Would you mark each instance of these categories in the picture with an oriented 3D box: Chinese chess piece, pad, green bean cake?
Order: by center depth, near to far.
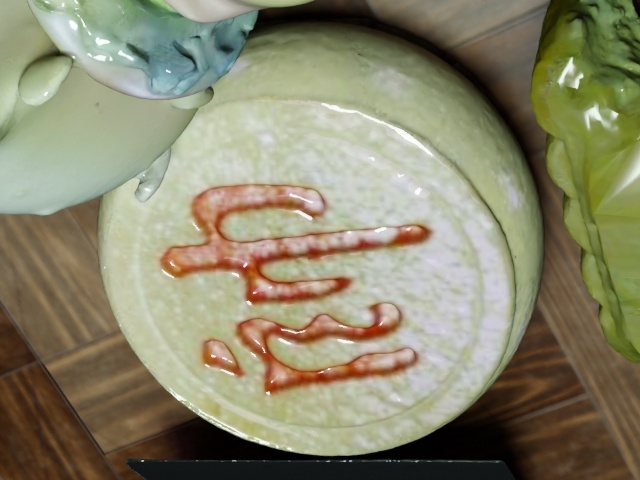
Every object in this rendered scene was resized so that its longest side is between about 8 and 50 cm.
[{"bbox_3d":[0.249,-0.050,1.021,0.236,0.124,0.233,-9,115,18],"label":"green bean cake"},{"bbox_3d":[0.000,0.000,1.114,0.270,0.112,0.270,6,120,11],"label":"Chinese chess piece"},{"bbox_3d":[0.012,0.164,1.201,0.243,0.004,0.163,-1,158,14],"label":"pad"}]

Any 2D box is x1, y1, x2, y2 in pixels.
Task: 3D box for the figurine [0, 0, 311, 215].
[{"bbox_3d":[-0.094,-0.112,0.866,0.226,0.274,0.394,43,142,-22],"label":"figurine"}]
